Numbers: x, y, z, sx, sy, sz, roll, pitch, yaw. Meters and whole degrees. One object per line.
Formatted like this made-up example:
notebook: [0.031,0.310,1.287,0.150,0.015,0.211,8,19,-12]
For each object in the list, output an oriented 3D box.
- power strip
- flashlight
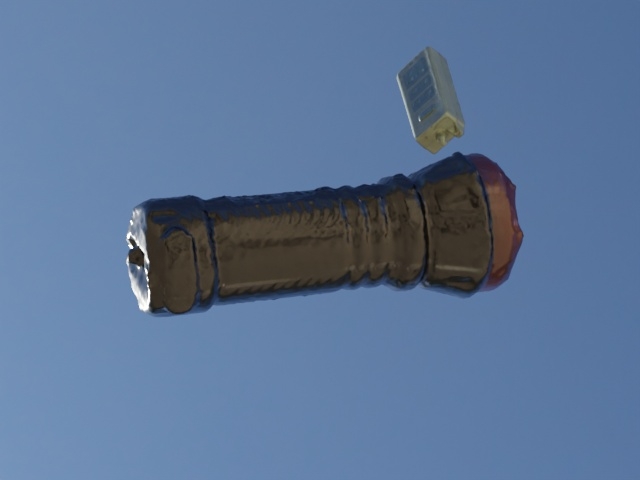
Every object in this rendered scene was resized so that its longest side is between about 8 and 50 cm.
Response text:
power strip: [0.060,-0.075,0.909,0.017,0.083,0.027,34,-65,-27]
flashlight: [0.000,0.000,1.002,0.232,0.093,0.093,-6,-66,-18]
